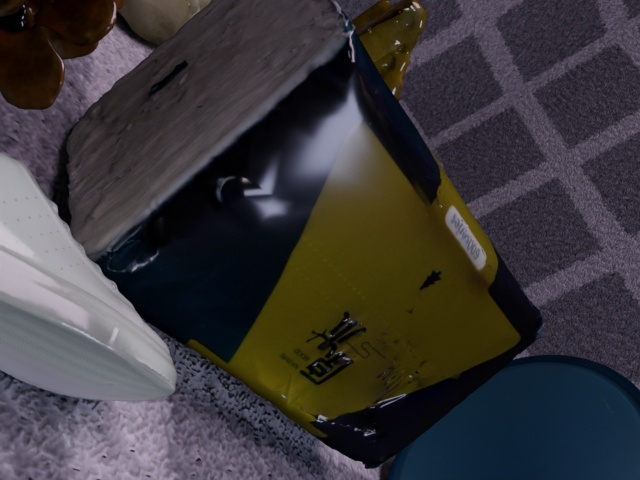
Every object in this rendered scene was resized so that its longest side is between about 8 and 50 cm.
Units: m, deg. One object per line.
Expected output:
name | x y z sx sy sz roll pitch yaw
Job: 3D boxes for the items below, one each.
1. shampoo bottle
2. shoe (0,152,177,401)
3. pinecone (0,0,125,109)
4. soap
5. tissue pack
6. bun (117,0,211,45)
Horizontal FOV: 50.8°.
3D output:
shampoo bottle | 0.303 0.374 0.814 0.343 0.331 0.331 53 18 -23
shoe | -0.180 0.007 0.402 0.265 0.095 0.110 42 39 -41
pinecone | -0.234 -0.203 0.423 0.228 0.201 0.203 22 71 -18
soap | 0.092 -0.209 1.157 0.304 0.338 0.169 50 21 -26
tissue pack | 0.000 0.000 0.648 0.416 0.264 0.253 47 8 -40
bun | -0.221 -0.380 0.885 0.229 0.145 0.229 55 14 -22
